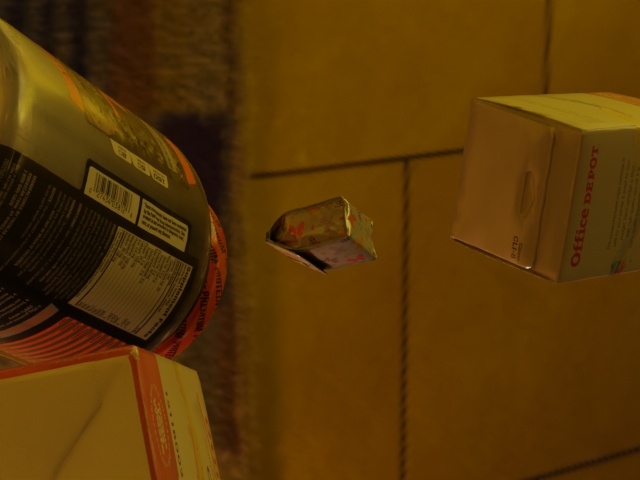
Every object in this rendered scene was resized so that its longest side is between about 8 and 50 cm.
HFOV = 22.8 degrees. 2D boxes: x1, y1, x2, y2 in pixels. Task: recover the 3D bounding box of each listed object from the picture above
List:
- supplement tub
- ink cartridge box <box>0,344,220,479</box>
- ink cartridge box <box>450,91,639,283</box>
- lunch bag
[{"bbox_3d":[-0.213,-0.022,1.128,0.207,0.207,0.338,-65,151,-6],"label":"supplement tub"},{"bbox_3d":[-0.069,0.101,0.539,0.067,0.198,0.115,-11,83,0],"label":"ink cartridge box"},{"bbox_3d":[0.217,-0.049,1.315,0.176,0.127,0.128,-6,110,-41],"label":"ink cartridge box"},{"bbox_3d":[0.000,0.000,1.450,0.071,0.083,0.053,38,44,-59],"label":"lunch bag"}]
